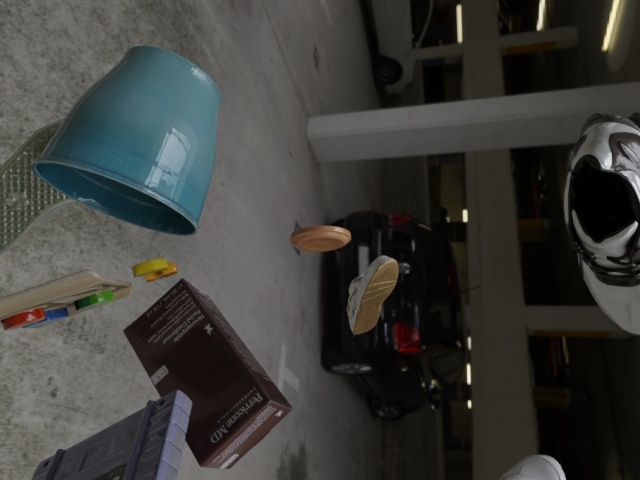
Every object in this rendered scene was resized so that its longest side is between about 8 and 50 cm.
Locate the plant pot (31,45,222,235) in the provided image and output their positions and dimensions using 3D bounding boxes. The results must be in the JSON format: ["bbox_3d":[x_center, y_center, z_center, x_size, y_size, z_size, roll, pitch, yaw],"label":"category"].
[{"bbox_3d":[-0.300,-0.177,0.831,0.271,0.271,0.255,51,53,-63],"label":"plant pot"}]

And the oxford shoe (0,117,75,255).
[{"bbox_3d":[-0.582,-0.130,1.019,0.449,0.130,0.169,-41,117,-12],"label":"oxford shoe"}]

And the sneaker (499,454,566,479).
[{"bbox_3d":[0.294,0.443,0.737,0.305,0.114,0.152,-36,136,-28],"label":"sneaker"}]

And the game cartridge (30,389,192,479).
[{"bbox_3d":[-0.391,0.423,0.825,0.068,0.355,0.230,55,13,-23],"label":"game cartridge"}]

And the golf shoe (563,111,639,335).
[{"bbox_3d":[0.230,0.003,0.384,0.094,0.077,0.198,-34,110,-36],"label":"golf shoe"}]

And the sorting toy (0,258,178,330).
[{"bbox_3d":[-0.416,0.100,0.858,0.229,0.307,0.041,118,-49,-77],"label":"sorting toy"}]

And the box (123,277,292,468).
[{"bbox_3d":[-0.260,0.288,1.075,0.191,0.381,0.143,-43,151,-6],"label":"box"}]

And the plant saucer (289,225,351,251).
[{"bbox_3d":[0.000,0.000,0.654,0.083,0.083,0.013,45,41,-66],"label":"plant saucer"}]

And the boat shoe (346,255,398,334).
[{"bbox_3d":[0.116,0.129,1.244,0.096,0.098,0.277,58,-36,37],"label":"boat shoe"}]
